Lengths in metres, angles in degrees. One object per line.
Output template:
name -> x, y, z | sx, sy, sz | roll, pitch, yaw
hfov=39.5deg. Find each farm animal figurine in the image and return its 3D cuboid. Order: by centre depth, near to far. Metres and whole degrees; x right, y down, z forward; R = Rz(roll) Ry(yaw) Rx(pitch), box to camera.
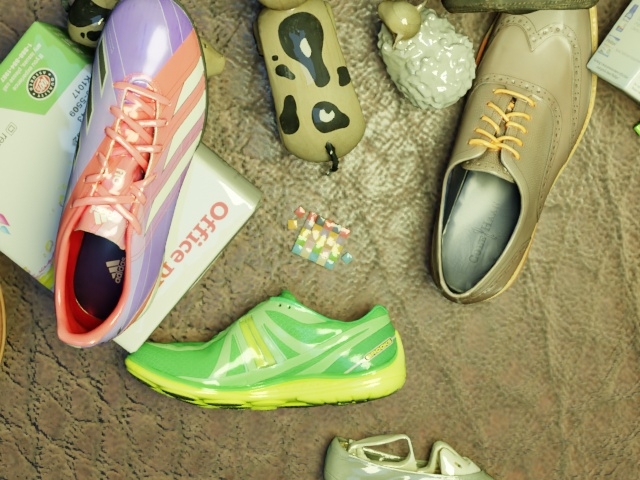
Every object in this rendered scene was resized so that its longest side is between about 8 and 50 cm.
farm animal figurine -> -0.053, -0.208, 0.868 | 0.330, 0.172, 0.326 | -33, 97, 3

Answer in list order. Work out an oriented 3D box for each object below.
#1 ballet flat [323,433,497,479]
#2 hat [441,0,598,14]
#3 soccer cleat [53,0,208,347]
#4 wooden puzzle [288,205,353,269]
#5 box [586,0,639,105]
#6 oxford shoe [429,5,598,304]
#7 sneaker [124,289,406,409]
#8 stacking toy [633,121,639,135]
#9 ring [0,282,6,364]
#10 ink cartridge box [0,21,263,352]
ballet flat -> 0.111, 0.251, 0.984 | 0.213, 0.072, 0.068 | 6, 91, -2
hat -> 0.188, -0.265, 0.787 | 0.332, 0.331, 0.133 | -14, 113, 0
soccer cleat -> -0.171, -0.058, 0.779 | 0.109, 0.116, 0.318 | 14, 104, -1
wooden puzzle -> 0.000, 0.000, 0.980 | 0.083, 0.006, 0.049 | 25, 96, -4
box -> 0.358, -0.188, 0.873 | 0.126, 0.072, 0.137 | 25, 108, -29
oxford shoe -> 0.197, -0.105, 0.895 | 0.130, 0.133, 0.363 | 14, 97, 15
sneaker -> -0.058, 0.118, 0.959 | 0.296, 0.109, 0.123 | -2, 74, 0
stacking toy -> 0.377, -0.241, 0.937 | 0.221, 0.052, 0.167 | -42, 96, 4
ring -> -0.494, 0.071, 0.932 | 0.337, 0.032, 0.336 | 2, 105, 6
ink cartridge box -> -0.226, -0.053, 0.911 | 0.278, 0.117, 0.201 | 40, 96, -6
